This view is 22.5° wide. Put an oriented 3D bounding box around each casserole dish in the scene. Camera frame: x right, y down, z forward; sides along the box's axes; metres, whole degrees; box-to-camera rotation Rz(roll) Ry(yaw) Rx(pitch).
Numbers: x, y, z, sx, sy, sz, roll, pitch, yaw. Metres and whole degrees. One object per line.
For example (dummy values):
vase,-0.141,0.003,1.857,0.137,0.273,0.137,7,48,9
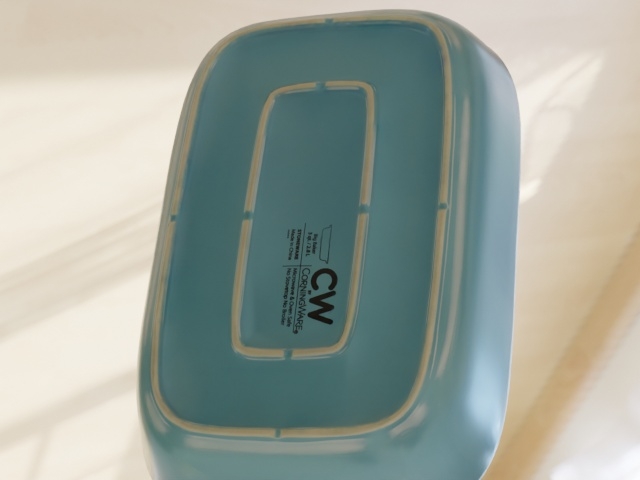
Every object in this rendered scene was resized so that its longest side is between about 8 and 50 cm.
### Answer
casserole dish,0.000,0.000,0.484,0.114,0.188,0.037,-2,152,17
